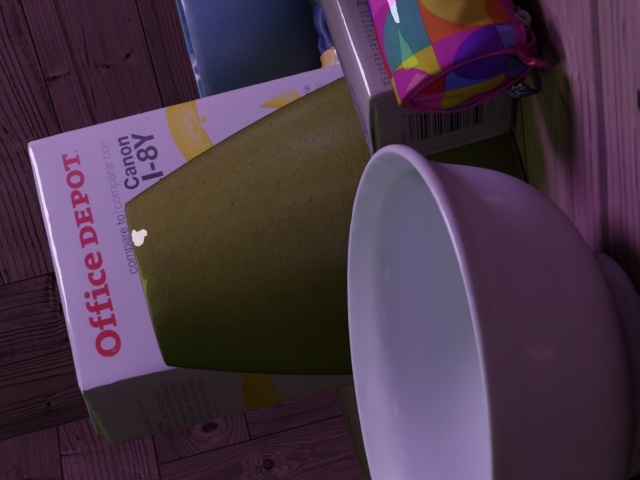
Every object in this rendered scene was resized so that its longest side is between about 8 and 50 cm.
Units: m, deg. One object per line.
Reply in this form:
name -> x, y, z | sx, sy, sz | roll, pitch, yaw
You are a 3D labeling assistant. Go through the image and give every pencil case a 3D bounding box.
pencil case -> 0.072, -0.197, 0.974 | 0.104, 0.104, 0.236 | 91, 162, -74

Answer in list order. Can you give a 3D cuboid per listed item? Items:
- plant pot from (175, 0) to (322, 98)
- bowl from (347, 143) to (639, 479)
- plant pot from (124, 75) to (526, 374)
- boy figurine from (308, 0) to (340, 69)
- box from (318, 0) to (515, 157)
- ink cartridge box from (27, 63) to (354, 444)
plant pot -> -0.074, -0.279, 1.871 | 0.290, 0.195, 0.290 | 165, 90, -85
bowl -> 0.115, 0.083, 0.906 | 0.298, 0.134, 0.298 | 173, 90, -77
plant pot -> 0.000, 0.000, 1.207 | 0.275, 0.293, 0.274 | 165, 90, -86
boy figurine -> 0.021, -0.177, 1.714 | 0.177, 0.092, 0.285 | -152, 51, -81
box -> 0.052, -0.199, 1.105 | 0.094, 0.113, 0.275 | 81, 175, -60
ink cartridge box -> -0.064, 0.007, 1.444 | 0.160, 0.385, 0.279 | 85, 169, -64
